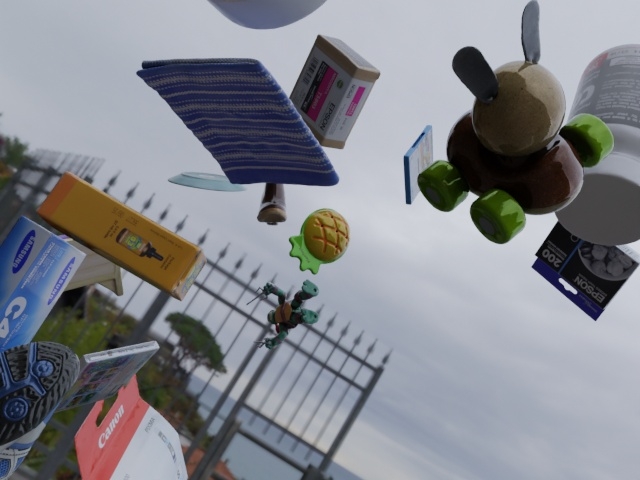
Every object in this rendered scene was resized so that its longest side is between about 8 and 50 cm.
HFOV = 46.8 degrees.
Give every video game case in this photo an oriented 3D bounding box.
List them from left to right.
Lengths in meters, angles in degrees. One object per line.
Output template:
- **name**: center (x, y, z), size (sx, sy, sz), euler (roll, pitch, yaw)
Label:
- **video game case**: center (-0.352, 0.218, 1.175), size (0.143, 0.157, 0.019), euler (-4, 55, -55)
- **video game case**: center (0.220, -0.171, 1.652), size (0.015, 0.166, 0.119), euler (9, -55, 24)

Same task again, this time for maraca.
- **maraca**: center (0.000, 0.000, 1.736), size (0.127, 0.186, 0.099), euler (53, -35, -7)

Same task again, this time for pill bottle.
- **pill bottle**: center (0.433, -0.141, 1.070), size (0.161, 0.283, 0.161), euler (18, -37, 14)

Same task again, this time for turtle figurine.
- **turtle figurine**: center (-0.098, 0.191, 1.969), size (0.118, 0.175, 0.234), euler (-3, -15, -44)

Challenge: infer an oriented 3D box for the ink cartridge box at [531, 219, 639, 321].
- **ink cartridge box**: center (0.607, 0.058, 1.720), size (0.206, 0.045, 0.208), euler (44, -48, 27)

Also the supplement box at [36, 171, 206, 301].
- **supplement box**: center (-0.282, -0.004, 1.060), size (0.233, 0.078, 0.080), euler (29, -16, 9)

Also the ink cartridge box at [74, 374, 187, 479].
- **ink cartridge box**: center (-0.406, 0.490, 1.643), size (0.091, 0.308, 0.385), euler (0, -65, 9)

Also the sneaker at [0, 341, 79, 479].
- **sneaker**: center (-0.304, 0.179, 0.671), size (0.080, 0.211, 0.081), euler (36, -24, 12)

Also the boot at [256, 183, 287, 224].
- **boot**: center (-0.145, -0.156, 2.221), size (0.090, 0.206, 0.248), euler (1, -3, -5)

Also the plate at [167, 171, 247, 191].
- **plate**: center (-0.266, -0.142, 1.749), size (0.188, 0.024, 0.188), euler (7, 10, -1)

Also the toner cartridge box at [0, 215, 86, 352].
- **toner cartridge box**: center (-0.583, 0.137, 1.357), size (0.075, 0.347, 0.165), euler (28, -10, 10)

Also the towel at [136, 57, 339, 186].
- **towel**: center (-0.130, -0.188, 1.259), size (0.243, 0.040, 0.336), euler (6, -25, 28)

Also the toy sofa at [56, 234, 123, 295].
- **toy sofa**: center (-0.617, 0.058, 1.576), size (0.150, 0.363, 0.177), euler (29, -53, 49)

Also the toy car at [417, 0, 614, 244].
- **toy car**: center (0.172, -0.122, 0.695), size (0.149, 0.155, 0.188), euler (37, -20, 43)

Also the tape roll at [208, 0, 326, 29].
- **tape roll**: center (-0.085, -0.485, 1.169), size (0.286, 0.286, 0.100), euler (25, -1, 26)

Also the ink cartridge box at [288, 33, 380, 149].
- **ink cartridge box**: center (0.025, -0.388, 1.934), size (0.088, 0.234, 0.193), euler (1, 36, -42)
